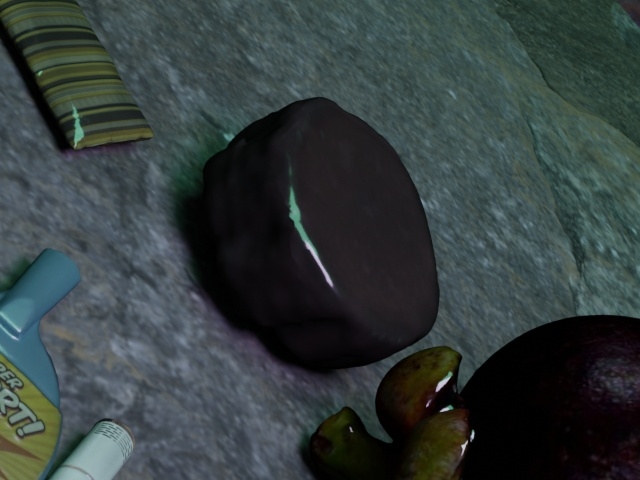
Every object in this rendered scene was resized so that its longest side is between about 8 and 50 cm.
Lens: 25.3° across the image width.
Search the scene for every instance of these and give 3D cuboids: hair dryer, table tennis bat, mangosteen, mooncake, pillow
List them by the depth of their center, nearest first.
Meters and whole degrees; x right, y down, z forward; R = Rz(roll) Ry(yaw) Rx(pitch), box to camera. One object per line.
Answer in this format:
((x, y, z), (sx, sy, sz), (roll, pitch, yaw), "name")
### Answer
((-0.286, 0.102, 1.137), (0.215, 0.044, 0.329), (45, 36, -7), "table tennis bat")
((-0.154, 0.253, 1.150), (0.183, 0.044, 0.155), (50, 36, -8), "hair dryer")
((0.219, 0.233, 1.335), (0.435, 0.382, 0.382), (24, 39, -9), "mangosteen")
((-0.256, -0.179, 1.438), (0.113, 0.038, 0.203), (-13, 68, -50), "pillow")
((0.000, 0.000, 1.479), (0.283, 0.141, 0.283), (33, 43, -37), "mooncake")
